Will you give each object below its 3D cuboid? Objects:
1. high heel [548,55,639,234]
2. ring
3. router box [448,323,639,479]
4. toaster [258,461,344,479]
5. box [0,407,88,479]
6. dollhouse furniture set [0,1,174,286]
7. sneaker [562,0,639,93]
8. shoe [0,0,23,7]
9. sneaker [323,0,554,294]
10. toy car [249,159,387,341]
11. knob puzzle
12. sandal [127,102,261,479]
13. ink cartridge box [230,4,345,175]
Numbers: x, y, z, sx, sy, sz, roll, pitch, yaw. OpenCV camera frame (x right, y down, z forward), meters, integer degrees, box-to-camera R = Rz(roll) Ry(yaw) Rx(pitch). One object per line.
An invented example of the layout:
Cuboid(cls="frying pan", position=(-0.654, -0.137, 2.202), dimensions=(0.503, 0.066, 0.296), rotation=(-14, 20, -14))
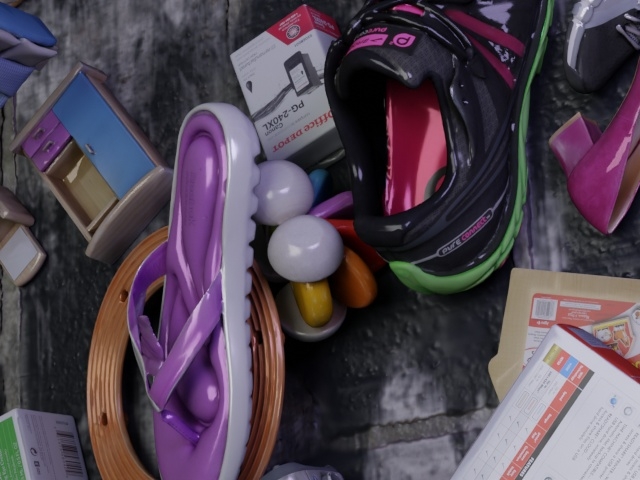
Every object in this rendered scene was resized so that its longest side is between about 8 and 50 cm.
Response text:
Cuboid(cls="high heel", position=(0.322, -0.116, 1.760), dimensions=(0.244, 0.082, 0.117), rotation=(-39, 56, 22))
Cuboid(cls="ring", position=(-0.140, 0.148, 1.983), dimensions=(0.337, 0.032, 0.336), rotation=(-10, 77, 48))
Cuboid(cls="router box", position=(0.244, 0.295, 1.687), dimensions=(0.301, 0.082, 0.335), rotation=(38, 99, 26))
Cuboid(cls="toaster", position=(-0.044, 0.334, 1.864), dimensions=(0.227, 0.129, 0.146), rotation=(-42, 61, 19))
Cuboid(cls="box", position=(-0.324, 0.250, 2.085), dimensions=(0.087, 0.102, 0.101), rotation=(-29, 65, 27))
Cuboid(cls="dollhouse furniture set", position=(-0.358, -0.083, 2.069), dimensions=(0.286, 0.303, 0.198), rotation=(-48, 56, 14))
Cuboid(cls="sneaker", position=(0.327, -0.232, 1.790), dimensions=(0.132, 0.086, 0.228), rotation=(25, 92, 33))
Cuboid(cls="shoe", position=(-0.362, -0.337, 2.285), dimensions=(0.219, 0.058, 0.076), rotation=(-23, 66, 27))
Cuboid(cls="sneaker", position=(0.113, -0.194, 1.847), dimensions=(0.185, 0.202, 0.482), rotation=(-8, 74, 31))
Cuboid(cls="toy car", position=(0.000, 0.000, 1.924), dimensions=(0.136, 0.159, 0.182), rotation=(-20, 56, -12))
Cuboid(cls="knob puzzle", position=(0.251, 0.130, 1.777), dimensions=(0.213, 0.030, 0.213), rotation=(-6, 77, 27))
Cuboid(cls="sandal", position=(-0.143, 0.068, 1.881), dimensions=(0.169, 0.102, 0.416), rotation=(0, 87, 59))
Cuboid(cls="ink cartridge box", position=(-0.018, -0.156, 2.009), dimensions=(0.109, 0.063, 0.150), rotation=(-32, 62, 23))
